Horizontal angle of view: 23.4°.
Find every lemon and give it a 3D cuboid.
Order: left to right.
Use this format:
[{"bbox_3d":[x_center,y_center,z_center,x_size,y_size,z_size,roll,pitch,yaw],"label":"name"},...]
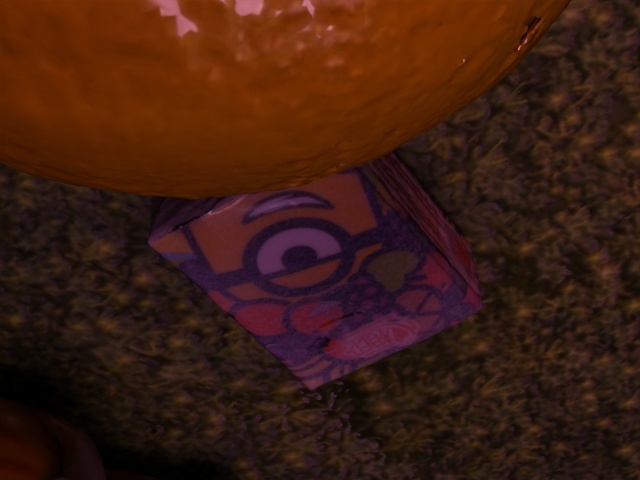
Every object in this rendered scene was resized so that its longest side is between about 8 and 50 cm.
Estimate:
[{"bbox_3d":[-0.039,-0.127,0.513,0.263,0.236,0.236,-32,134,-4],"label":"lemon"}]

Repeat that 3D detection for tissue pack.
[{"bbox_3d":[0.000,0.000,0.763,0.109,0.060,0.148,-26,134,19],"label":"tissue pack"}]

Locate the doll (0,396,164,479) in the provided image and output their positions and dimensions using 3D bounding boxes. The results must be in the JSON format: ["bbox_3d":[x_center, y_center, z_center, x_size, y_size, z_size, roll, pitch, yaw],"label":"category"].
[{"bbox_3d":[-0.149,0.184,0.862,0.162,0.166,0.269,-30,129,18],"label":"doll"}]
